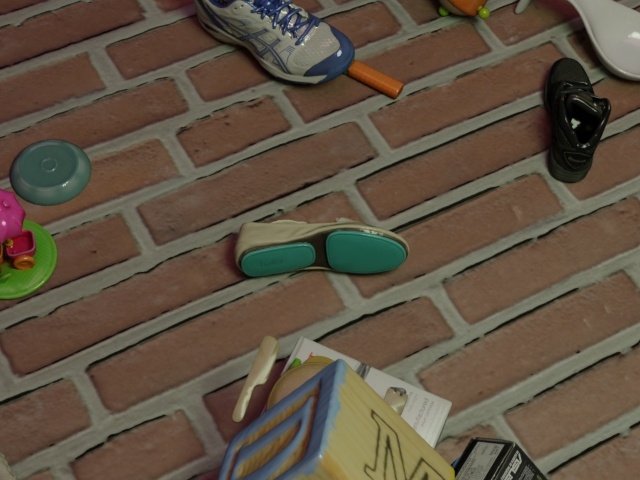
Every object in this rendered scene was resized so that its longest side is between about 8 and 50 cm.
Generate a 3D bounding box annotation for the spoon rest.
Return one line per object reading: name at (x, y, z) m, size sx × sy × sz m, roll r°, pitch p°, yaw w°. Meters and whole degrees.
spoon rest at (0.461, -0.358, 1.683) m, size 0.276 × 0.084 × 0.137 m, roll 32°, pitch 62°, yaw 14°

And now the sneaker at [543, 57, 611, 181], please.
sneaker at (0.401, -0.216, 1.569) m, size 0.087 × 0.130 × 0.228 m, roll 11°, pitch 57°, yaw 0°

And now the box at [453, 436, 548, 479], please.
box at (0.191, 0.416, 1.132) m, size 0.242 × 0.076 × 0.307 m, roll 48°, pitch 61°, yaw -20°

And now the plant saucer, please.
plant saucer at (-0.401, -0.107, 1.497) m, size 0.119 × 0.021 × 0.119 m, roll 2°, pitch 59°, yaw -4°

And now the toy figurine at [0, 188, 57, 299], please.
toy figurine at (-0.453, -0.009, 1.355) m, size 0.173 × 0.159 × 0.130 m, roll -11°, pitch 61°, yaw -10°

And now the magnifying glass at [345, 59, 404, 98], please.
magnifying glass at (0.029, -0.293, 1.642) m, size 0.231 × 0.026 × 0.092 m, roll 30°, pitch 61°, yaw 12°

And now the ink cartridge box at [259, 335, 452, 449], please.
ink cartridge box at (0.037, 0.241, 1.287) m, size 0.217 × 0.092 × 0.159 m, roll 22°, pitch 60°, yaw 11°

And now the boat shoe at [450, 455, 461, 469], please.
boat shoe at (0.141, 0.374, 1.209) m, size 0.089 × 0.109 × 0.258 m, roll 34°, pitch 64°, yaw 11°

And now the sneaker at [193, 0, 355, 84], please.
sneaker at (-0.086, -0.345, 1.583) m, size 0.296 × 0.131 × 0.112 m, roll 25°, pitch 71°, yaw 18°

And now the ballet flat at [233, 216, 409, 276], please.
ballet flat at (0.000, 0.000, 1.439) m, size 0.248 × 0.086 × 0.086 m, roll -1°, pitch 59°, yaw -4°

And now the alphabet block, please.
alphabet block at (0.013, 0.285, 1.093) m, size 0.197 × 0.192 × 0.193 m, roll 45°, pitch 24°, yaw -13°

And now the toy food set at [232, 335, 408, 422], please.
toy food set at (-0.003, 0.207, 1.235) m, size 0.192 × 0.038 × 0.132 m, roll 23°, pitch 67°, yaw 4°

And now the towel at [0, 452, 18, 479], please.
towel at (-0.482, 0.293, 1.239) m, size 0.187 × 0.049 × 0.282 m, roll -29°, pitch 65°, yaw -22°

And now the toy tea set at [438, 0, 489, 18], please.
toy tea set at (0.189, -0.507, 1.737) m, size 0.200 × 0.124 × 0.336 m, roll 25°, pitch 33°, yaw -29°

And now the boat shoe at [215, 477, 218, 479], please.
boat shoe at (-0.150, 0.403, 1.188) m, size 0.112 × 0.096 × 0.335 m, roll 10°, pitch 46°, yaw 44°
